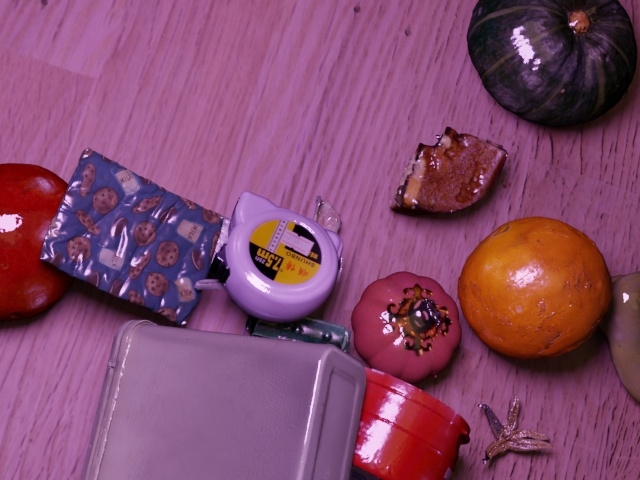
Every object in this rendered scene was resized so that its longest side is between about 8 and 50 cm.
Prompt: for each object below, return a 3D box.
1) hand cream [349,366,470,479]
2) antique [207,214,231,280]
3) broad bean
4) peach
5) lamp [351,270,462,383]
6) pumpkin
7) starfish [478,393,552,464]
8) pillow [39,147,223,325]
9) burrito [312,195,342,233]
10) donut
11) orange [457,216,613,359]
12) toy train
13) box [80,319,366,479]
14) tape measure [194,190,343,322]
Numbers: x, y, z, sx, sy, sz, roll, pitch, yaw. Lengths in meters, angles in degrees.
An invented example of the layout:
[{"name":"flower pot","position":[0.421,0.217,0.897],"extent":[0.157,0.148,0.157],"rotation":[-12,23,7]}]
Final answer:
[{"name":"hand cream","position":[0.097,0.300,1.576],"extent":[0.230,0.230,0.149],"rotation":[32,72,-2]},{"name":"antique","position":[-0.131,0.026,1.670],"extent":[0.183,0.086,0.088],"rotation":[22,72,-5]},{"name":"broad bean","position":[0.564,0.168,1.774],"extent":[0.189,0.121,0.263],"rotation":[-29,98,-22]},{"name":"peach","position":[-0.451,0.002,1.553],"extent":[0.244,0.199,0.243],"rotation":[1,87,-21]},{"name":"lamp","position":[0.139,0.136,1.669],"extent":[0.182,0.140,0.181],"rotation":[4,73,-12]},{"name":"pumpkin","position":[0.396,-0.333,1.815],"extent":[0.300,0.207,0.300],"rotation":[10,65,-21]},{"name":"starfish","position":[0.296,0.319,1.704],"extent":[0.130,0.041,0.133],"rotation":[-39,80,-27]},{"name":"pillow","position":[-0.269,-0.002,1.543],"extent":[0.256,0.034,0.188],"rotation":[29,65,-29]},{"name":"burrito","position":[0.000,0.000,1.727],"extent":[0.055,0.041,0.149],"rotation":[14,73,6]},{"name":"donut","position":[0.202,-0.098,1.752],"extent":[0.144,0.126,0.186],"rotation":[32,76,-10]},{"name":"orange","position":[0.340,0.077,1.678],"extent":[0.240,0.240,0.239],"rotation":[3,75,-11]},{"name":"toy train","position":[-0.032,0.147,1.648],"extent":[0.171,0.111,0.071],"rotation":[15,76,-7]},{"name":"box","position":[-0.141,0.303,1.463],"extent":[0.344,0.177,0.351],"rotation":[2,71,28]},{"name":"tape measure","position":[-0.070,0.037,1.580],"extent":[0.196,0.105,0.178],"rotation":[29,54,-1]}]
